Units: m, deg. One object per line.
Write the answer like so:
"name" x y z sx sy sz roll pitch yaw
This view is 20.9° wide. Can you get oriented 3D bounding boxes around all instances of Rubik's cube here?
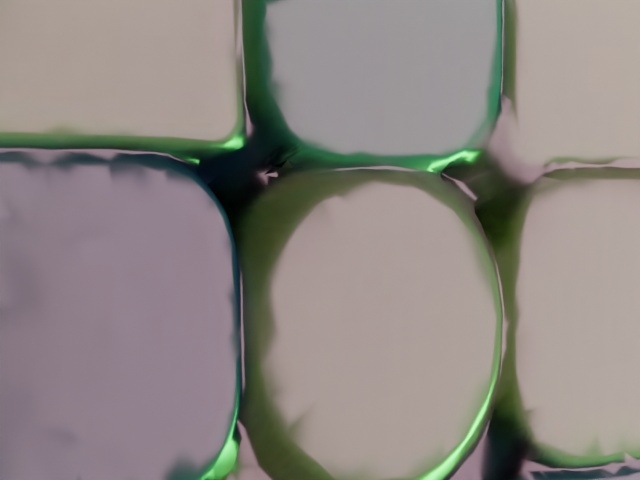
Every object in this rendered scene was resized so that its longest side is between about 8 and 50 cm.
"Rubik's cube" -0.077 0.030 0.719 0.347 0.344 0.347 -2 89 -36
